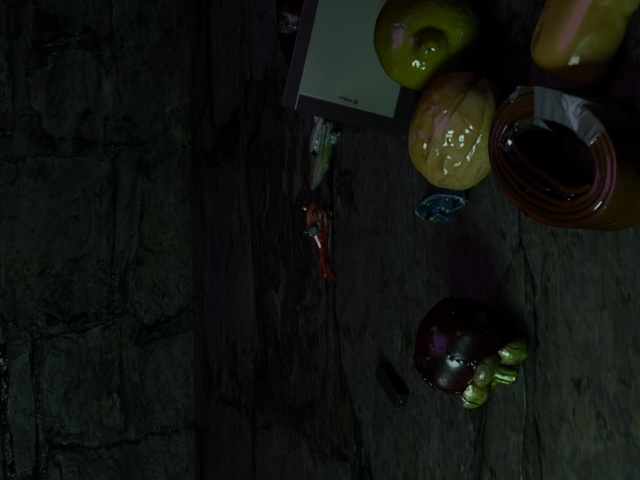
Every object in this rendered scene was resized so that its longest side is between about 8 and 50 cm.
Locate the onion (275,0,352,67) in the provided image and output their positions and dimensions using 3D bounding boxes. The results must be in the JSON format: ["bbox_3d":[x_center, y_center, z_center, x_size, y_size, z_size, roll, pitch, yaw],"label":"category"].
[{"bbox_3d":[0.026,-0.455,1.593,0.314,0.232,0.314,5,97,45],"label":"onion"}]

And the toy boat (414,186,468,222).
[{"bbox_3d":[0.219,-0.063,1.382,0.137,0.060,0.061,-28,46,58],"label":"toy boat"}]

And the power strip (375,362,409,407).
[{"bbox_3d":[0.149,0.300,1.599,0.111,0.029,0.038,-123,38,-54],"label":"power strip"}]

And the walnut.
[{"bbox_3d":[0.223,-0.176,1.253,0.159,0.159,0.207,-117,28,-45],"label":"walnut"}]

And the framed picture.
[{"bbox_3d":[0.079,-0.392,1.465,0.016,0.265,0.347,-24,-52,-70],"label":"framed picture"}]

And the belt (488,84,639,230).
[{"bbox_3d":[0.338,-0.115,1.053,0.261,0.105,0.184,-122,40,-51],"label":"belt"}]

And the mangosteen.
[{"bbox_3d":[0.239,0.183,1.249,0.180,0.166,0.166,33,124,34],"label":"mangosteen"}]

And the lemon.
[{"bbox_3d":[0.180,-0.351,1.315,0.248,0.184,0.184,-100,18,-63],"label":"lemon"}]

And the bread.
[{"bbox_3d":[0.349,-0.298,1.042,0.134,0.085,0.173,-120,37,-49],"label":"bread"}]

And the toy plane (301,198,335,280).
[{"bbox_3d":[-0.002,-0.001,1.888,0.126,0.077,0.194,-126,31,-66],"label":"toy plane"}]

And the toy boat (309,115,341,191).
[{"bbox_3d":[0.000,-0.213,1.875,0.084,0.066,0.210,-124,39,-53],"label":"toy boat"}]
